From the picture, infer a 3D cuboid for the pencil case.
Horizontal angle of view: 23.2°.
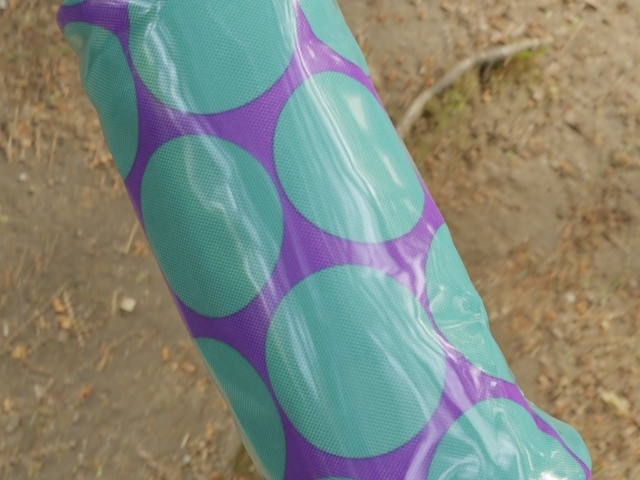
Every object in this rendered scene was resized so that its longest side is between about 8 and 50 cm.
[{"bbox_3d":[0.000,0.000,0.350,0.070,0.064,0.151,-20,82,-40],"label":"pencil case"}]
